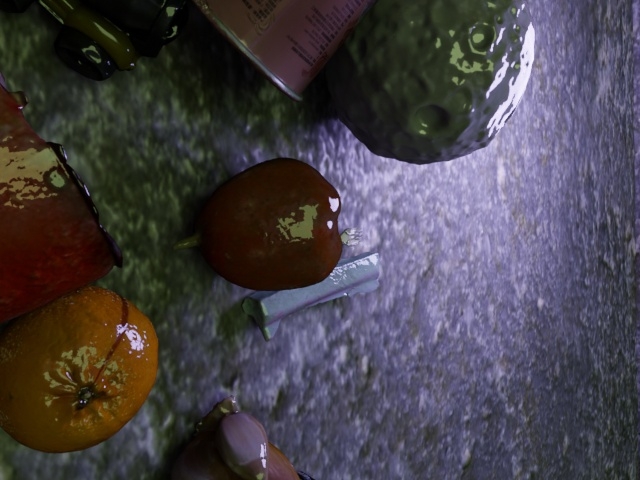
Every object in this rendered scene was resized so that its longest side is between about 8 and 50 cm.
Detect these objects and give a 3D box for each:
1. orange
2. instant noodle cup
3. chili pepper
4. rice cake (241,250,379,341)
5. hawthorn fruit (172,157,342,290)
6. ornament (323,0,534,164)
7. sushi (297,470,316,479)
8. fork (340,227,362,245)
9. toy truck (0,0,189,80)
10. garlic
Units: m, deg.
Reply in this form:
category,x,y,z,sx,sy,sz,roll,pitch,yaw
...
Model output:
category,x,y,z,sx,sy,sz,roll,pitch,yaw
orange,-0.284,0.150,0.621,0.193,0.161,0.193,-7,100,-45
instant noodle cup,-0.033,-0.349,0.685,0.231,0.243,0.243,-43,128,14
chili pepper,-0.377,-0.012,0.481,0.305,0.229,0.251,-34,152,-34
rice cake,-0.003,0.089,0.932,0.290,0.051,0.081,-20,98,-37
hawthorn fruit,-0.092,-0.014,0.771,0.251,0.199,0.199,-14,103,-25
ornament,0.160,-0.289,0.860,0.337,0.337,0.337,-4,97,-41
sushi,-0.050,0.463,0.920,0.083,0.056,0.085,5,89,-41
fork,0.004,0.001,0.944,0.219,0.028,0.034,-10,104,-40
toy truck,-0.267,-0.300,0.591,0.224,0.165,0.147,36,70,-36
garlic,-0.120,0.372,0.792,0.160,0.191,0.214,-27,126,-10
